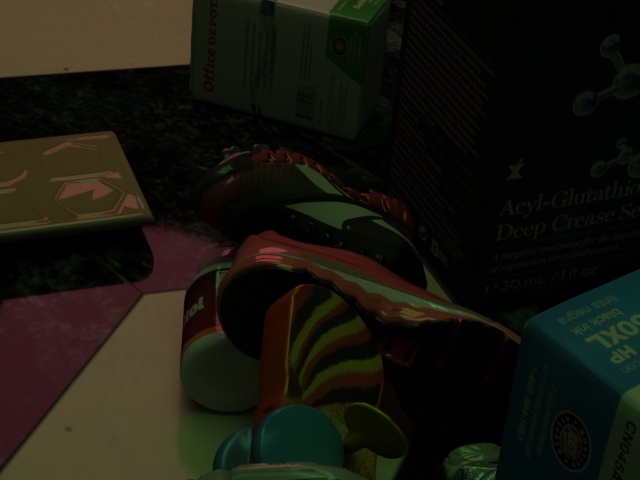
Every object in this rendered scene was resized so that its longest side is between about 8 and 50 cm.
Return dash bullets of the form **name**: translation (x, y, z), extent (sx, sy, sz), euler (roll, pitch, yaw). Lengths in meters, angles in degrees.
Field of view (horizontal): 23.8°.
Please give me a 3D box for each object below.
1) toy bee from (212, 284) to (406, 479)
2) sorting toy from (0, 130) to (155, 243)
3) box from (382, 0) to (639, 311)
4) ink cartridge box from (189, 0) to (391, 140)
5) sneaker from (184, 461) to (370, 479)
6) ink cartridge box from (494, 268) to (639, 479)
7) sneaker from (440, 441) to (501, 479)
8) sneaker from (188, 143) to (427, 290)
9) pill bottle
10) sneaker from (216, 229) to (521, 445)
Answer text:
- **toy bee**: translation (-0.003, 0.195, 1.160), extent (0.162, 0.298, 0.195), euler (26, -8, -18)
- **sorting toy**: translation (-0.285, -0.050, 1.561), extent (0.193, 0.038, 0.208), euler (-8, 32, -19)
- **box**: translation (0.249, -0.164, 1.479), extent (0.293, 0.396, 0.212), euler (-10, 37, -20)
- **ink cartridge box**: translation (-0.037, -0.219, 1.735), extent (0.208, 0.153, 0.087), euler (16, 35, 13)
- **sneaker**: translation (-0.090, 0.266, 0.968), extent (0.321, 0.124, 0.180), euler (-28, 52, 26)
- **ink cartridge box**: translation (0.300, 0.238, 0.993), extent (0.166, 0.286, 0.395), euler (-19, 41, -31)
- **sneaker**: translation (0.171, 0.196, 1.257), extent (0.135, 0.052, 0.058), euler (-11, 47, -10)
- **sneaker**: translation (0.000, 0.000, 1.400), extent (0.276, 0.097, 0.135), euler (21, 34, -42)
- **pill bottle**: translation (-0.081, 0.075, 1.358), extent (0.086, 0.086, 0.152), euler (3, 34, -4)
- **sneaker**: translation (0.064, 0.067, 1.308), extent (0.313, 0.116, 0.136), euler (24, 24, -12)
